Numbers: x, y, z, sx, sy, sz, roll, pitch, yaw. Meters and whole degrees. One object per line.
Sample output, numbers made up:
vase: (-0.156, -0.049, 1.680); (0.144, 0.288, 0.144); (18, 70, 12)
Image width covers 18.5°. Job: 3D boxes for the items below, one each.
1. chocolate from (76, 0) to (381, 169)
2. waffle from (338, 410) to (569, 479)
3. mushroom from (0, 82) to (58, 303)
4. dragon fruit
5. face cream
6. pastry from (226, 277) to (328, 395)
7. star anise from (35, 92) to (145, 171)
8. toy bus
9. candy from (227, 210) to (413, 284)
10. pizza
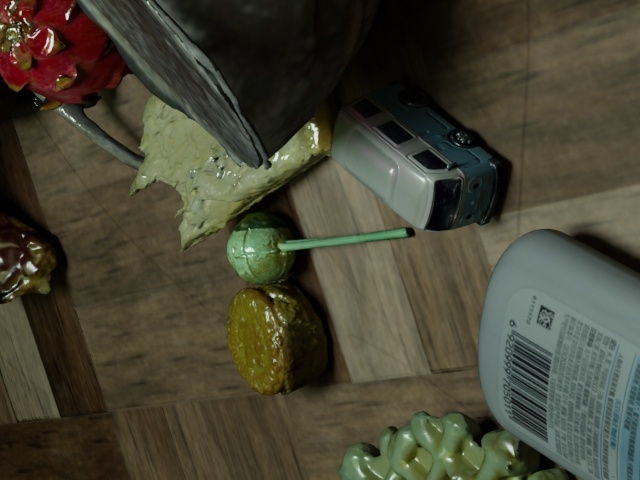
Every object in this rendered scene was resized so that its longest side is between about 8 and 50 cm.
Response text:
chocolate: (-0.068, -0.221, 1.387); (0.303, 0.213, 0.303); (46, 172, 9)
waffle: (0.125, 0.280, 1.530); (0.292, 0.056, 0.309); (-22, 88, 56)
mushroom: (-0.457, -0.113, 1.930); (0.331, 0.334, 0.356); (33, 122, 42)
dragon fruit: (-0.202, -0.175, 1.581); (0.136, 0.166, 0.133); (-19, 70, 50)
face cream: (0.239, 0.119, 1.266); (0.337, 0.080, 0.163); (30, 129, 43)
pastry: (-0.038, 0.083, 1.655); (0.097, 0.057, 0.109); (61, 144, 15)
star anise: (-0.239, -0.242, 1.701); (0.359, 0.139, 0.316); (36, 139, 28)
toy bus: (0.067, -0.057, 1.421); (0.123, 0.075, 0.060); (42, 137, 35)
candy: (0.000, 0.000, 1.577); (0.202, 0.061, 0.061); (-7, 101, 47)
pizza: (-0.090, -0.095, 1.615); (0.262, 0.034, 0.181); (-42, 72, 41)
